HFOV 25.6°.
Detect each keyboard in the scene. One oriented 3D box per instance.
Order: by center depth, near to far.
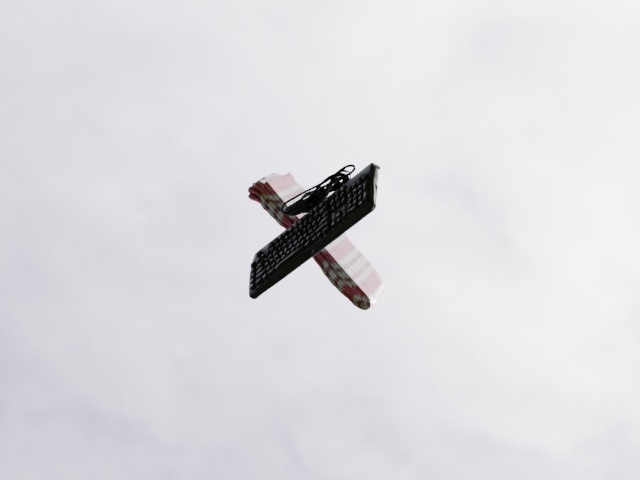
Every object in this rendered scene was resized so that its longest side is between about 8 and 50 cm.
[{"bbox_3d":[-0.016,-0.022,1.493,0.038,0.192,0.100,38,-147,-24],"label":"keyboard"}]

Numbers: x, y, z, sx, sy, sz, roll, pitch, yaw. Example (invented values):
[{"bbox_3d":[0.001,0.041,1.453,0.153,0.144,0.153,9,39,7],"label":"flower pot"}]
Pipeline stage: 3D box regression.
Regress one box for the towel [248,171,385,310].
[{"bbox_3d":[0.000,0.000,1.660,0.197,0.029,0.144,49,-167,2],"label":"towel"}]
